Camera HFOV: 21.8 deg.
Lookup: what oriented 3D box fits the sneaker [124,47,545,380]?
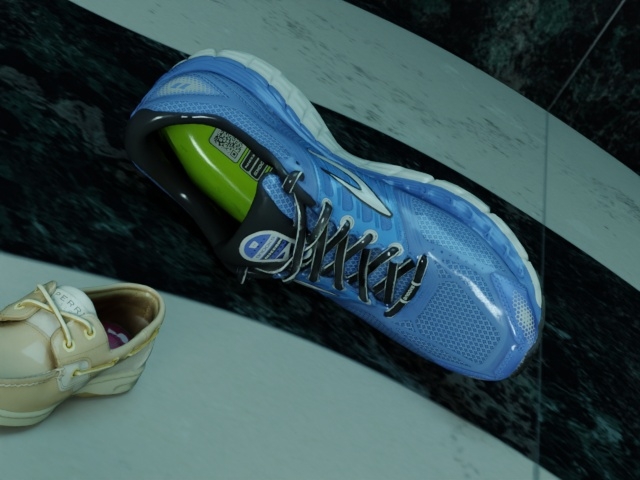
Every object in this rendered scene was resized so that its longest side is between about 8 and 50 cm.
[{"bbox_3d":[0.000,0.000,1.142,0.330,0.129,0.147,33,31,9],"label":"sneaker"}]

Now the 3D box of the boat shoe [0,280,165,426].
[{"bbox_3d":[-0.133,0.047,0.825,0.063,0.059,0.170,38,17,15],"label":"boat shoe"}]
